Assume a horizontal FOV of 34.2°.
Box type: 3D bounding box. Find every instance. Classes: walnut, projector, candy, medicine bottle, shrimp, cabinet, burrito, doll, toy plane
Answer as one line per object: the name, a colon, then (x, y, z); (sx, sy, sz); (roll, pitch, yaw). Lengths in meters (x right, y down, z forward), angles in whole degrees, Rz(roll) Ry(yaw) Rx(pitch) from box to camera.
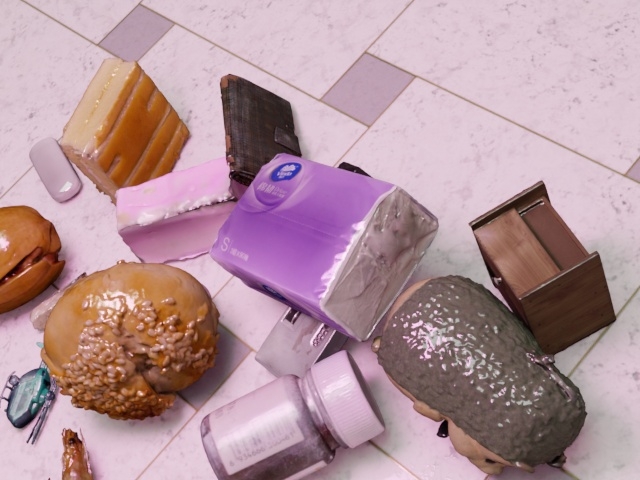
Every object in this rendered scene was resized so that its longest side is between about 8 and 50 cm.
walnut: (-0.681, 0.058, 2.113); (0.336, 0.209, 0.209); (-26, 52, 3)
projector: (-0.028, 0.183, 1.831); (0.115, 0.061, 0.147); (34, 88, 34)
candy: (-0.257, -0.052, 2.036); (0.265, 0.155, 0.115); (-17, 55, 12)
medicine bottle: (-0.045, 0.305, 1.708); (0.273, 0.165, 0.165); (-27, 52, 2)
shrimp: (-0.450, 0.455, 1.840); (0.150, 0.068, 0.248); (-10, 61, 21)
cabinet: (0.355, 0.052, 1.677); (0.148, 0.215, 0.174); (-30, 52, 2)
burrito: (-0.524, 0.124, 2.101); (0.149, 0.041, 0.055); (-39, 39, -6)
doll: (0.245, 0.213, 1.616); (0.350, 0.247, 0.247); (37, 77, 29)
toy plane: (-0.546, 0.273, 2.002); (0.096, 0.060, 0.235); (8, 65, 18)

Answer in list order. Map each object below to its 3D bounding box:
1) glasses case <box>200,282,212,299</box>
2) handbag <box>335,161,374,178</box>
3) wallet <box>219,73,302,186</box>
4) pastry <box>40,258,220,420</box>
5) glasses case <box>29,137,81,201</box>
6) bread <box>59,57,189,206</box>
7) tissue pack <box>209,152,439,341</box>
glasses case: (-0.348, 0.146, 1.969); (0.297, 0.113, 0.075); (-19, 56, 9)
handbag: (0.048, -0.002, 1.930); (0.247, 0.080, 0.223); (-46, 61, -5)
wallet: (-0.115, -0.205, 2.050); (0.044, 0.169, 0.317); (-52, 30, 32)
pastry: (-0.333, 0.187, 1.824); (0.316, 0.284, 0.184); (-27, 28, 6)
glasses case: (-0.591, -0.159, 2.311); (0.074, 0.049, 0.193); (-36, 53, -3)
bread: (-0.403, -0.208, 2.152); (0.111, 0.239, 0.246); (7, 60, 33)
tissue pack: (0.000, 0.000, 1.746); (0.338, 0.160, 0.242); (20, 75, 50)
